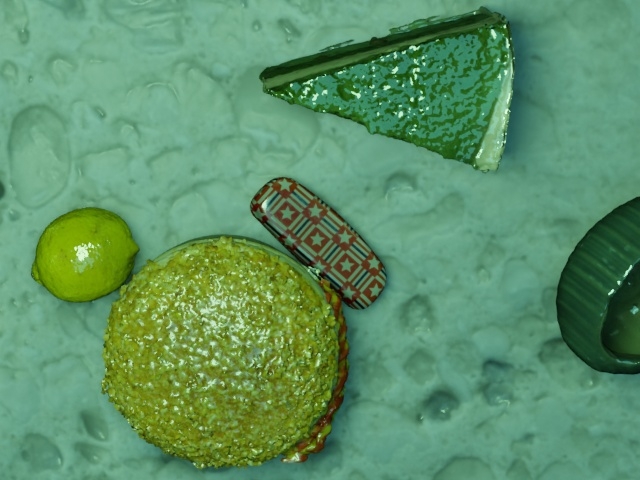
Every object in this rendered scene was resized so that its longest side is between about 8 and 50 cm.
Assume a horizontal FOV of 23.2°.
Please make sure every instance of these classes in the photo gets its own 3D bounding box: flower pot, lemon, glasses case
[{"bbox_3d":[0.393,0.051,1.883,0.243,0.157,0.189,-43,102,4],"label":"flower pot"},{"bbox_3d":[-0.276,0.018,1.817,0.133,0.109,0.109,-16,103,4],"label":"lemon"},{"bbox_3d":[0.000,0.000,1.877,0.194,0.049,0.073,44,82,-13],"label":"glasses case"}]

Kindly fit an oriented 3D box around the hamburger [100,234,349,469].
[{"bbox_3d":[-0.108,0.128,1.824,0.294,0.179,0.276,12,101,-10],"label":"hamburger"}]

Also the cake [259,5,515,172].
[{"bbox_3d":[0.084,-0.150,1.804,0.283,0.158,0.172,-14,104,-2],"label":"cake"}]
